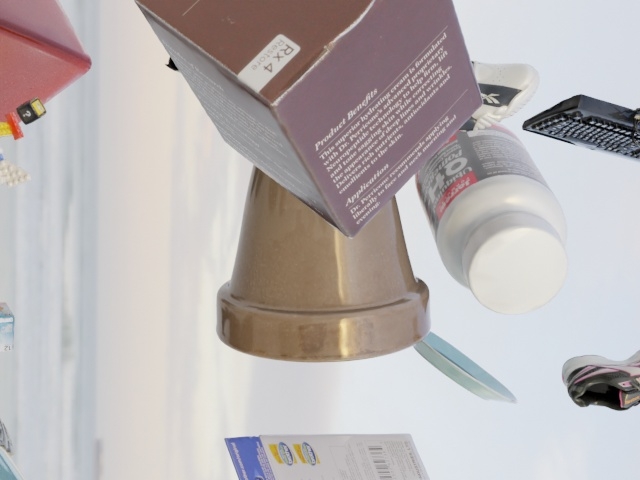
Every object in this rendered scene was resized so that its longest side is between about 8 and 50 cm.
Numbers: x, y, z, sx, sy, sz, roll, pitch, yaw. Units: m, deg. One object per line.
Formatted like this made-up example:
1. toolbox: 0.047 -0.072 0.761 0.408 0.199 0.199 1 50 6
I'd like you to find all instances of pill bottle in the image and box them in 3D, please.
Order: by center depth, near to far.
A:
1. pill bottle: 0.238 -0.032 1.577 0.318 0.176 0.176 -100 -165 -62

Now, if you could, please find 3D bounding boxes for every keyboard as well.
1. keyboard: 0.287 -0.093 1.065 0.100 0.192 0.038 -30 -121 49

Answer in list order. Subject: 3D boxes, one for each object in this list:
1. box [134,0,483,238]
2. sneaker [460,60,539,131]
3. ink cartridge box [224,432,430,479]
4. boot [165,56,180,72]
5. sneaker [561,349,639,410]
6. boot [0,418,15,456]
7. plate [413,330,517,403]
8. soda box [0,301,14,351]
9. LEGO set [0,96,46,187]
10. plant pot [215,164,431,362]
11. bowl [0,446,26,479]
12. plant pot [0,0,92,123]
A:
1. box: -0.001 -0.145 0.892 0.167 0.168 0.203 40 -11 32
2. sneaker: 0.152 -0.222 1.473 0.153 0.235 0.094 58 40 -43
3. ink cartridge box: 0.022 0.333 1.429 0.065 0.311 0.186 -48 -130 32
4. boot: -0.169 -0.350 1.972 0.198 0.077 0.137 -54 156 11
5. sneaker: 0.398 0.186 1.451 0.077 0.178 0.072 -70 145 -62
6. boot: -0.517 0.235 1.277 0.236 0.269 0.089 54 0 -31
7. plate: 0.180 0.167 1.526 0.024 0.188 0.188 -54 -163 5
8. soda box: -0.544 0.131 1.672 0.063 0.183 0.058 35 -57 58
9. LEGO set: -0.352 -0.163 1.115 0.244 0.060 0.182 46 31 -45
10. plant pot: 0.000 0.000 1.358 0.263 0.263 0.229 -129 -144 -73
11. bowl: -0.339 0.246 0.877 0.311 0.311 0.163 113 -39 -63
12. plant pot: -0.562 -0.326 1.748 0.267 0.267 0.236 59 12 18
